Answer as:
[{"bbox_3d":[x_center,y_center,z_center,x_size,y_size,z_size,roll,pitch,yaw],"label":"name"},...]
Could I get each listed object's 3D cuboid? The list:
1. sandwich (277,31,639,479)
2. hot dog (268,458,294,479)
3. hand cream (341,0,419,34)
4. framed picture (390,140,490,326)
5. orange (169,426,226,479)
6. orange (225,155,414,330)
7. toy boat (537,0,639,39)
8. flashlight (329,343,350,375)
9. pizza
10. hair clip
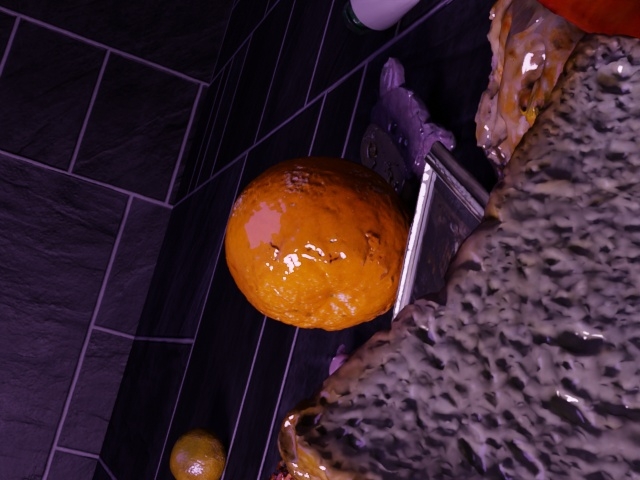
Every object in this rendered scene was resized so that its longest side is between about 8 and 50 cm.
[{"bbox_3d":[0.154,0.058,0.376,0.288,0.254,0.100,-52,-33,-20],"label":"sandwich"},{"bbox_3d":[-0.005,0.250,0.826,0.249,0.076,0.102,151,131,-64],"label":"hot dog"},{"bbox_3d":[0.132,-0.353,1.051,0.336,0.076,0.121,-30,46,56],"label":"hand cream"},{"bbox_3d":[0.103,0.072,0.678,0.296,0.019,0.232,-113,30,-65],"label":"framed picture"},{"bbox_3d":[-0.181,0.321,1.282,0.095,0.085,0.085,-95,29,-48],"label":"orange"},{"bbox_3d":[0.000,0.000,0.863,0.193,0.193,0.161,130,145,-51],"label":"orange"},{"bbox_3d":[0.233,-0.267,0.470,0.332,0.145,0.133,-44,45,34],"label":"toy boat"},{"bbox_3d":[0.039,0.134,0.883,0.110,0.031,0.052,-8,63,66],"label":"flashlight"},{"bbox_3d":[0.172,-0.100,0.642,0.189,0.071,0.297,157,123,-63],"label":"pizza"},{"bbox_3d":[0.083,-0.109,0.953,0.187,0.056,0.146,-100,26,-51],"label":"hair clip"}]
